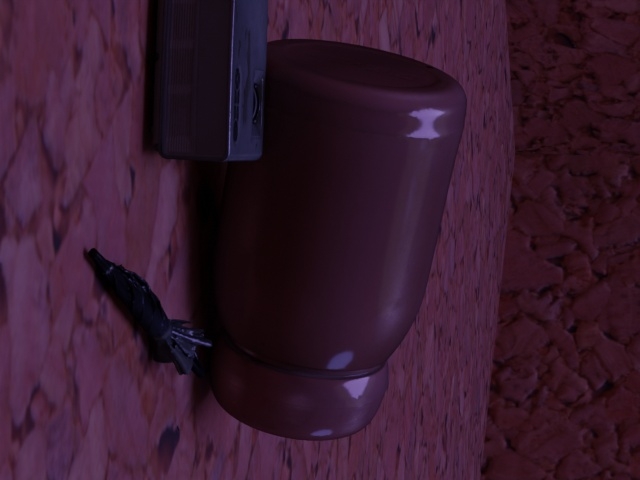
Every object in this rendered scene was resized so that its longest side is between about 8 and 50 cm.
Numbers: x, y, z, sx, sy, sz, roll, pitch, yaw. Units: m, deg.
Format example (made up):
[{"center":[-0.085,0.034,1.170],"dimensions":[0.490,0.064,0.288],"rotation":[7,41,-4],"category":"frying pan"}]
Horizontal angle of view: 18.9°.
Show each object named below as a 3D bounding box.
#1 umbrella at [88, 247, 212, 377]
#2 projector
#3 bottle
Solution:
[{"center":[-0.107,0.058,1.291],"dimensions":[0.269,0.044,0.044],"rotation":[59,8,-70],"category":"umbrella"},{"center":[-0.077,-0.129,1.332],"dimensions":[0.115,0.061,0.147],"rotation":[-12,105,-78],"category":"projector"},{"center":[0.000,0.000,1.494],"dimensions":[0.206,0.173,0.296],"rotation":[-131,-132,-63],"category":"bottle"}]
